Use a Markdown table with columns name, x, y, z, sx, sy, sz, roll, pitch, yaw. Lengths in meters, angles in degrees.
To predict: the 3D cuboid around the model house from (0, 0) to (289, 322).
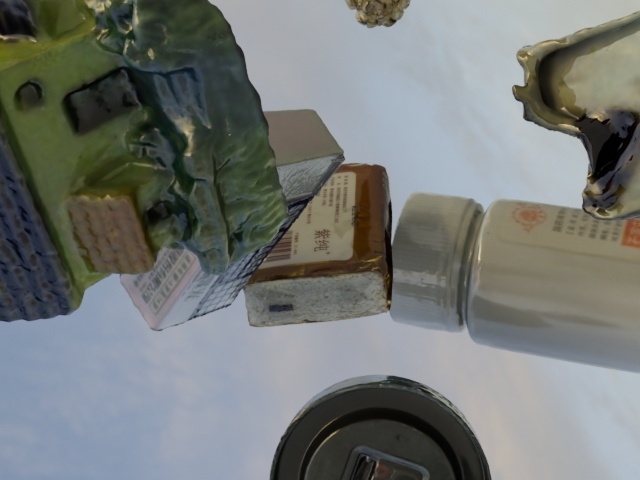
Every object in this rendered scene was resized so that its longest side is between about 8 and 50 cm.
| name | x | y | z | sx | sy | sz | roll | pitch | yaw |
| --- | --- | --- | --- | --- | --- | --- | --- | --- | --- |
| model house | -0.158 | -0.051 | 0.647 | 0.170 | 0.211 | 0.194 | 41 | 154 | 39 |

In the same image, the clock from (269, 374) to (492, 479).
| name | x | y | z | sx | sy | sz | roll | pitch | yaw |
| --- | --- | --- | --- | --- | --- | --- | --- | --- | --- |
| clock | 0.075 | 0.303 | 1.422 | 0.281 | 0.280 | 0.055 | 56 | -170 | -6 |

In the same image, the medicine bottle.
| name | x | y | z | sx | sy | sz | roll | pitch | yaw |
| --- | --- | --- | --- | --- | --- | --- | --- | --- | --- |
| medicine bottle | 0.293 | 0.052 | 1.572 | 0.211 | 0.371 | 0.211 | 9 | -90 | -72 |

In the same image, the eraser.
| name | x | y | z | sx | sy | sz | roll | pitch | yaw |
| --- | --- | --- | --- | --- | --- | --- | --- | --- | --- |
| eraser | -0.101 | -0.023 | 1.242 | 0.130 | 0.287 | 0.086 | -12 | -119 | -45 |

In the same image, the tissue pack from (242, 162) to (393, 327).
| name | x | y | z | sx | sy | sz | roll | pitch | yaw |
| --- | --- | --- | --- | --- | --- | --- | --- | --- | --- |
| tissue pack | 0.000 | 0.000 | 1.448 | 0.226 | 0.183 | 0.092 | -85 | -13 | -53 |

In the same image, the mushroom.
| name | x | y | z | sx | sy | sz | roll | pitch | yaw |
| --- | --- | --- | --- | --- | --- | --- | --- | --- | --- |
| mushroom | 0.368 | -0.144 | 1.196 | 0.212 | 0.292 | 0.217 | -17 | -90 | -61 |

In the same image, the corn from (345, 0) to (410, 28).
| name | x | y | z | sx | sy | sz | roll | pitch | yaw |
| --- | --- | --- | --- | --- | --- | --- | --- | --- | --- |
| corn | 0.075 | -0.342 | 1.458 | 0.087 | 0.087 | 0.211 | 47 | -154 | -23 |
